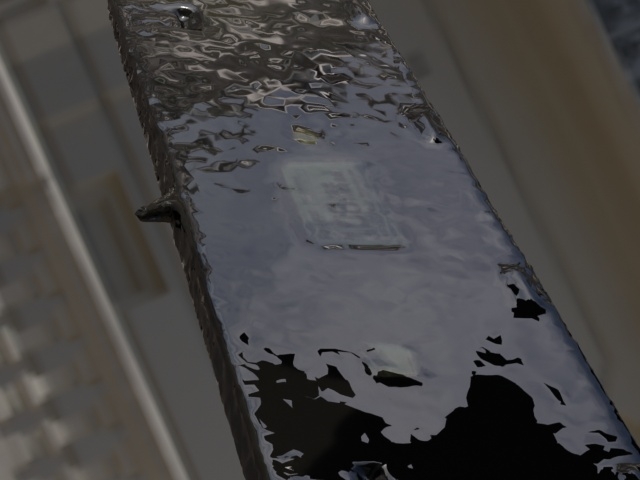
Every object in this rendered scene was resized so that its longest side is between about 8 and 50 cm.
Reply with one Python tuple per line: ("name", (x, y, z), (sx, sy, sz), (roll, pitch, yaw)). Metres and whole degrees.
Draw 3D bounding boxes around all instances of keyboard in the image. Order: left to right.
("keyboard", (0.000, 0.000, 0.550), (0.317, 0.106, 0.027), (-112, -156, -57))
